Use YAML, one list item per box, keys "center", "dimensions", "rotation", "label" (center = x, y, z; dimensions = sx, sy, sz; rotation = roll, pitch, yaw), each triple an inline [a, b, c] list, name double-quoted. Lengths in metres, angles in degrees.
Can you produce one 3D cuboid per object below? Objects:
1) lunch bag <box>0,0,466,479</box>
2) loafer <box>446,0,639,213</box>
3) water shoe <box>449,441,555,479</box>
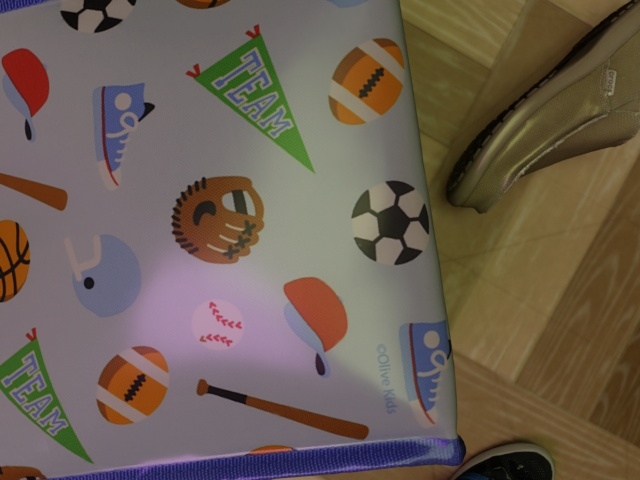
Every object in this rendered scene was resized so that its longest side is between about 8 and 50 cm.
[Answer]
- center: [-0.120, -0.005, 0.490]
  dimensions: [0.386, 0.239, 0.327]
  rotation: [-9, 88, 4]
  label: "lunch bag"
- center: [0.226, -0.110, 0.599]
  dimensions: [0.268, 0.102, 0.092]
  rotation: [-43, 90, -2]
  label: "loafer"
- center: [0.134, 0.259, 0.619]
  dimensions: [0.203, 0.080, 0.072]
  rotation: [-28, 95, -3]
  label: "water shoe"
